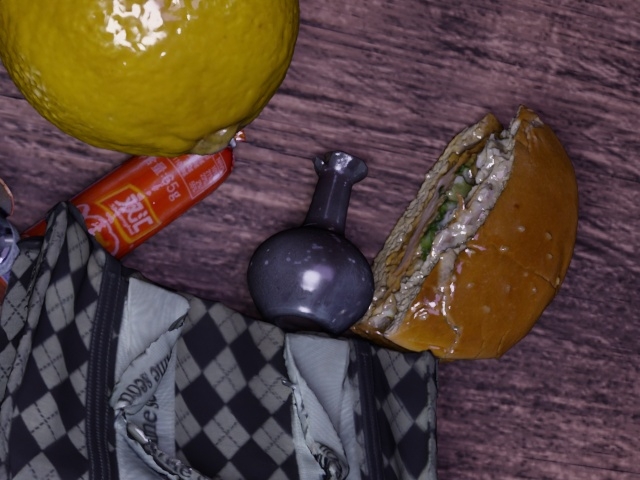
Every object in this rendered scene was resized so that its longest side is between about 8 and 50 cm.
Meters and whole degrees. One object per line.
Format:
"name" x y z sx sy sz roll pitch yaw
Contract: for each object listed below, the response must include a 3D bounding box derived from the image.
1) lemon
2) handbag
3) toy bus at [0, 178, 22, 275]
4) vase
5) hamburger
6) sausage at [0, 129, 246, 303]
"lemon" -0.153 -0.210 1.387 0.293 0.293 0.293 2 85 -21
"handbag" -0.087 0.161 1.339 0.416 0.180 0.316 21 47 -24
"toy bus" -0.384 0.071 1.330 0.153 0.143 0.329 20 78 22
"vase" 0.000 0.000 1.513 0.120 0.120 0.182 21 65 -18
"hamburger" 0.163 0.009 1.552 0.157 0.144 0.283 37 72 -14
"sausage" -0.179 -0.027 1.463 0.274 0.074 0.074 -37 99 -20
